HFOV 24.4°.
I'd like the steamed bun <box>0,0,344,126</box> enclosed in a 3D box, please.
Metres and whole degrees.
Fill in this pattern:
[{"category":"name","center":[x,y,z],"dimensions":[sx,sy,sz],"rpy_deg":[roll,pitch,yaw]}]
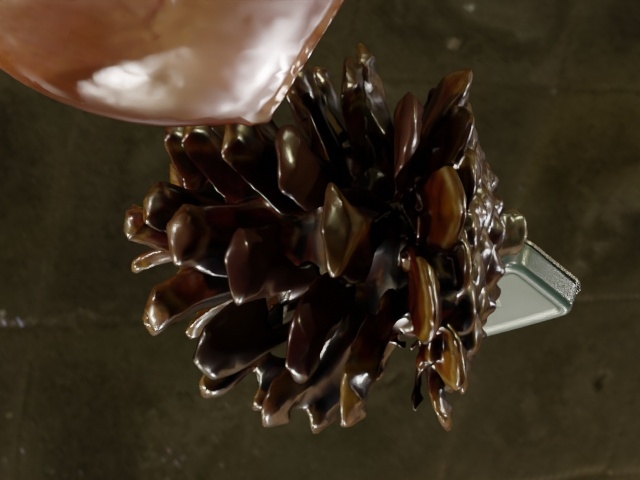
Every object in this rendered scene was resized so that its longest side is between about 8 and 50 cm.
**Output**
[{"category":"steamed bun","center":[-0.058,-0.245,0.568],"dimensions":[0.248,0.235,0.379],"rpy_deg":[23,134,-11]}]

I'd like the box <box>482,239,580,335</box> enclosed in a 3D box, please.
[{"category":"box","center":[0.152,0.043,1.277],"dimensions":[0.091,0.126,0.031],"rpy_deg":[37,54,-29]}]

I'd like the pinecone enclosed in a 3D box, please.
[{"category":"pinecone","center":[-0.001,0.006,0.933],"dimensions":[0.264,0.264,0.264],"rpy_deg":[-15,125,-22]}]
